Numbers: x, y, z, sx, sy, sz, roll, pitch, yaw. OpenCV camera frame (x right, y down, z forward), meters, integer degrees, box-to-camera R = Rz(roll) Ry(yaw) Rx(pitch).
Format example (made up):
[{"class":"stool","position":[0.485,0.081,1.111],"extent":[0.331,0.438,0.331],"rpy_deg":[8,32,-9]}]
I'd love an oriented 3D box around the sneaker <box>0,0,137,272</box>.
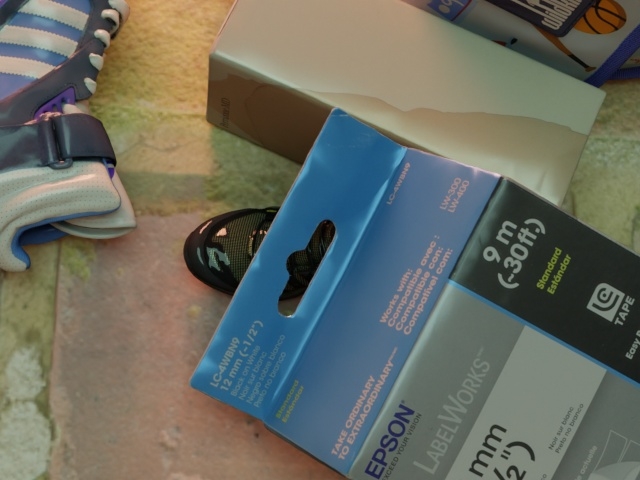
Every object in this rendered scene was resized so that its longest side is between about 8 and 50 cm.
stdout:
[{"class":"sneaker","position":[-0.208,-0.118,1.066],"extent":[0.323,0.130,0.236],"rpy_deg":[-41,90,-22]}]

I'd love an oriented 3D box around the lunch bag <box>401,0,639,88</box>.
[{"class":"lunch bag","position":[0.262,-0.272,1.037],"extent":[0.385,0.328,0.239],"rpy_deg":[-6,72,-18]}]

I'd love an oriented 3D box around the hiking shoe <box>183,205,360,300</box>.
[{"class":"hiking shoe","position":[0.000,0.000,1.043],"extent":[0.227,0.114,0.086],"rpy_deg":[1,70,-6]}]

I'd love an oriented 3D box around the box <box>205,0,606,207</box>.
[{"class":"box","position":[0.065,-0.115,1.076],"extent":[0.311,0.148,0.121],"rpy_deg":[24,71,3]}]

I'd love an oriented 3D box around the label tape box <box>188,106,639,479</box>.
[{"class":"label tape box","position":[0.113,0.086,0.953],"extent":[0.348,0.115,0.249],"rpy_deg":[29,86,-15]}]
